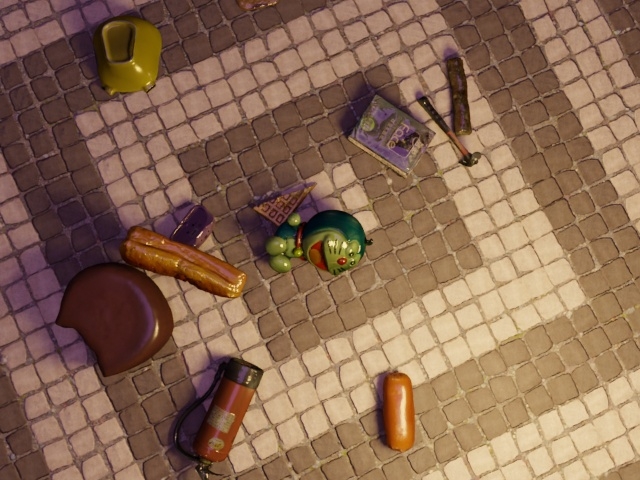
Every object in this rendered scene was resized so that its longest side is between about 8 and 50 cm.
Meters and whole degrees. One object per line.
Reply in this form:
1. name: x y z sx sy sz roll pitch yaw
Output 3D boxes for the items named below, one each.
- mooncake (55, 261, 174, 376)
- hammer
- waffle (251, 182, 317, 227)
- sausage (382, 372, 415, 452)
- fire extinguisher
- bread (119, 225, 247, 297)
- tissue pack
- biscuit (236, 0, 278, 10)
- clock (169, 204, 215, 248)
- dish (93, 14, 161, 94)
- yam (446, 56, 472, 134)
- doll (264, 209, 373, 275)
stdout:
1. mooncake: -0.606 0.238 1.805 0.326 0.174 0.333 15 87 3
2. hammer: 0.409 -0.352 1.940 0.033 0.111 0.287 -34 78 -8
3. waffle: -0.115 -0.144 1.932 0.125 0.032 0.191 35 82 4
4. sausage: 0.239 0.527 1.846 0.098 0.098 0.238 -1 83 -2
5. fire extinguisher: -0.317 0.538 1.834 0.200 0.113 0.375 16 80 42
6. bread: -0.410 0.078 1.805 0.381 0.185 0.109 23 71 -11
7. tissue pack: 0.227 -0.333 1.937 0.236 0.073 0.173 35 86 2
8. biscuit: -0.204 -0.803 1.997 0.147 0.018 0.071 -14 83 -2
9. clock: -0.386 -0.030 1.870 0.110 0.050 0.152 27 74 33
10. dish: -0.627 -0.605 1.919 0.221 0.108 0.262 -3 84 -1
11. yam: 0.453 -0.468 1.967 0.061 0.061 0.252 -5 84 -2
12. doll: 0.000 0.001 1.842 0.322 0.198 0.186 4 46 9
